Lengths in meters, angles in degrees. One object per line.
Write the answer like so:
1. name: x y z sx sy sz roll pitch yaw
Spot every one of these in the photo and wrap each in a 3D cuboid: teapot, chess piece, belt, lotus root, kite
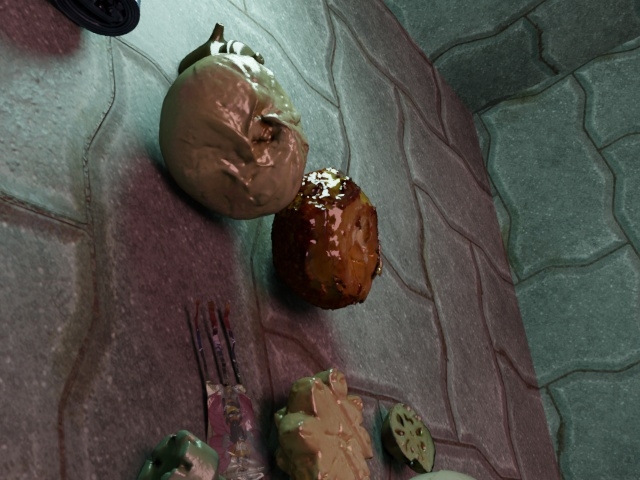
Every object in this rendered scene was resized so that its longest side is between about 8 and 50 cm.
1. teapot: -0.203 -0.374 1.964 0.268 0.175 0.185 64 27 -6
2. chess piece: -0.150 0.440 1.380 0.299 0.194 0.195 44 32 -23
3. belt: -0.435 -0.486 1.637 0.190 0.141 0.082 35 38 -45
4. lotus root: 0.211 0.511 2.139 0.183 0.078 0.203 53 22 -2
5. kite: -0.176 0.293 1.624 0.204 0.022 0.361 15 59 -59

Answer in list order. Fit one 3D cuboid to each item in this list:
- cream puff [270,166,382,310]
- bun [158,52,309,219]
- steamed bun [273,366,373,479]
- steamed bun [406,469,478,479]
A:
1. cream puff: 0.001 -0.005 1.976 0.350 0.228 0.351 3 90 -65
2. bun: -0.159 -0.222 1.785 0.361 0.213 0.361 5 83 -48
3. steamed bun: -0.010 0.414 1.718 0.292 0.137 0.296 17 60 -60
4. steamed bun: 0.281 0.676 1.857 0.374 0.333 0.334 33 41 -51
